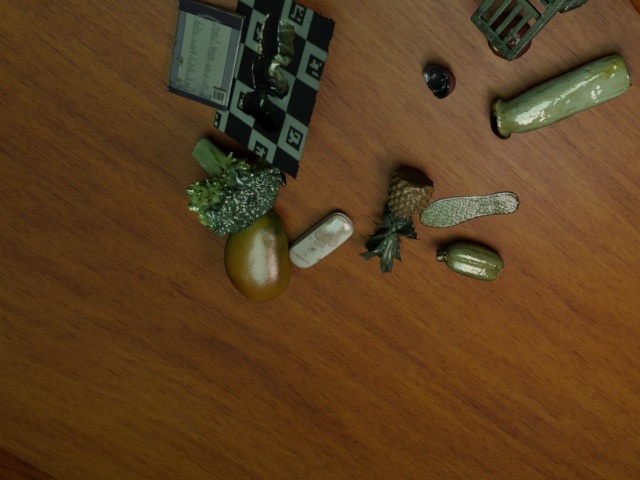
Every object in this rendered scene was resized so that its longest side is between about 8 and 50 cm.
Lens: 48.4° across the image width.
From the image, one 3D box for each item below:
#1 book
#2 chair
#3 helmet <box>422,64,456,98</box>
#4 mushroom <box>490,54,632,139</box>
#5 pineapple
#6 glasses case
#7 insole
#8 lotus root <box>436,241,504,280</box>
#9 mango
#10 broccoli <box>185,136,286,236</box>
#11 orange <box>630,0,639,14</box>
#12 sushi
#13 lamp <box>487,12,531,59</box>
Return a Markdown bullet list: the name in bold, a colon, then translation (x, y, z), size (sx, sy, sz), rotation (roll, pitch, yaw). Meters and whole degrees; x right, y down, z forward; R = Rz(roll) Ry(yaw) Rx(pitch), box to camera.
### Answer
- **book**: translation (-0.268, -0.430, 1.651), size (0.158, 0.026, 0.231), rotation (20, 122, 5)
- **chair**: translation (0.456, -0.509, 1.426), size (0.136, 0.147, 0.270), rotation (52, 137, 14)
- **helmet**: translation (0.277, -0.367, 1.615), size (0.084, 0.049, 0.065), rotation (60, 148, 2)
- **mushroom**: translation (0.531, -0.317, 1.594), size (0.312, 0.081, 0.100), rotation (-20, 123, 17)
- **pineapple**: translation (0.186, -0.048, 1.793), size (0.130, 0.119, 0.277), rotation (5, 127, -18)
- **glasses case**: translation (0.000, 0.000, 1.884), size (0.081, 0.051, 0.204), rotation (41, 118, -19)
- **insole**: translation (0.376, -0.080, 1.809), size (0.253, 0.005, 0.086), rotation (-11, 120, 14)
- **lotus root**: translation (0.385, 0.049, 1.846), size (0.183, 0.077, 0.090), rotation (14, 116, -4)
- **mango**: translation (-0.169, 0.041, 1.885), size (0.176, 0.139, 0.254), rotation (-5, 107, 3)
- **broccoli**: translation (-0.221, -0.146, 1.755), size (0.243, 0.247, 0.263), rotation (50, 145, 14)
- **orange**: translation (0.703, -0.526, 1.384), size (0.224, 0.170, 0.224), rotation (0, 133, 0)
- **sushi**: translation (-0.084, -0.374, 1.627), size (0.296, 0.100, 0.373), rotation (35, 125, 30)
- **lamp**: translation (0.406, -0.439, 1.529), size (0.101, 0.090, 0.101), rotation (31, 142, 28)
